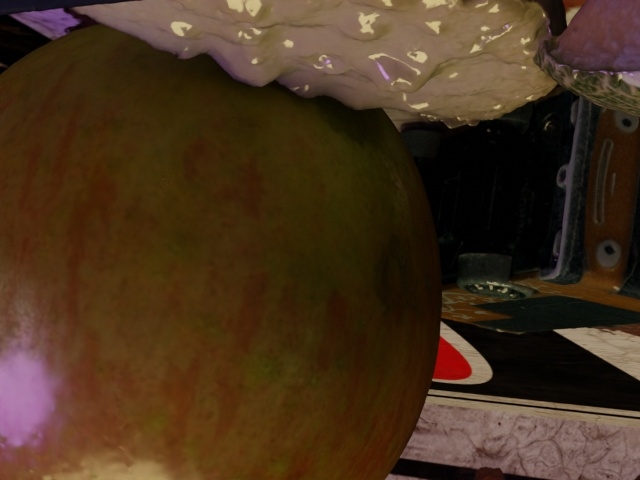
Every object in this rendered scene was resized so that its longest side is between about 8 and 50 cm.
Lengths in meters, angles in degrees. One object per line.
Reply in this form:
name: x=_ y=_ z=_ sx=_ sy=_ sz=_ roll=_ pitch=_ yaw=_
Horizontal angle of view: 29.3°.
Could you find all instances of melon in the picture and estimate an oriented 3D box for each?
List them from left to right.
melon: x=0.166 y=-0.094 z=0.556 sx=0.139 sy=0.093 sz=0.202 roll=-6 pitch=173 yaw=6

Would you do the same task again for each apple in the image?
apple: x=-0.093 y=0.028 z=0.752 sx=0.340 sy=0.339 sz=0.339 roll=10 pitch=167 yaw=2

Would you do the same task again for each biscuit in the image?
biscuit: x=-0.002 y=-0.125 z=0.586 sx=0.281 sy=0.084 sz=0.179 roll=14 pitch=167 yaw=-13

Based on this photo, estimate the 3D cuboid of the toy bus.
toy bus: x=0.153 y=-0.010 z=0.846 sx=0.167 sy=0.138 sz=0.275 roll=13 pitch=169 yaw=-19

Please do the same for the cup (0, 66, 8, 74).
cup: x=-0.310 y=-0.071 z=0.864 sx=0.166 sy=0.177 sz=0.239 roll=5 pitch=166 yaw=20

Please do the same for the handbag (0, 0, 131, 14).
handbag: x=-0.212 y=-0.188 z=0.412 sx=0.303 sy=0.122 sz=0.329 roll=2 pitch=163 yaw=35
